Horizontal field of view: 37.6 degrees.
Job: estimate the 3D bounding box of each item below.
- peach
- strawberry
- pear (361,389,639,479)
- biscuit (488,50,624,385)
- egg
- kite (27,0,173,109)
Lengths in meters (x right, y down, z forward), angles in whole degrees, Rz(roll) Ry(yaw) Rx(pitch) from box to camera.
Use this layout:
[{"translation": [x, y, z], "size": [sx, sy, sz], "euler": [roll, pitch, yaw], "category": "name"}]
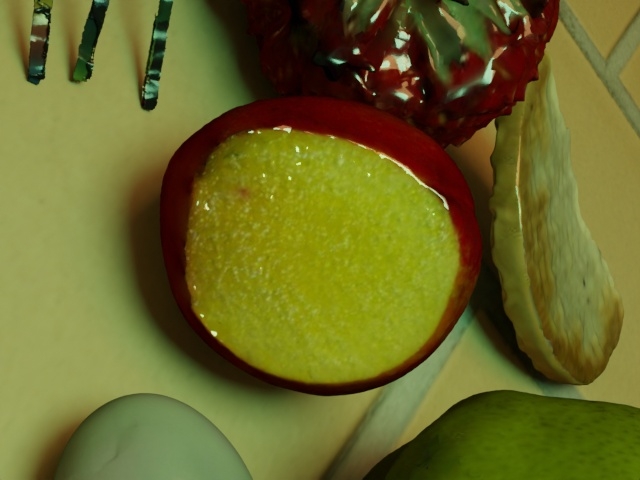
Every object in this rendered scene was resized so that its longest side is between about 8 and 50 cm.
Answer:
[{"translation": [0.000, 0.000, 0.573], "size": [0.192, 0.190, 0.190], "euler": [14, 57, -62], "category": "peach"}, {"translation": [0.053, -0.182, 0.734], "size": [0.261, 0.257, 0.261], "euler": [5, 71, -13], "category": "strawberry"}, {"translation": [0.134, 0.230, 0.511], "size": [0.294, 0.294, 0.294], "euler": [24, 53, -35], "category": "pear"}, {"translation": [0.201, 0.008, 0.825], "size": [0.204, 0.040, 0.308], "euler": [-57, 131, -44], "category": "biscuit"}, {"translation": [-0.081, 0.143, 0.472], "size": [0.103, 0.103, 0.135], "euler": [-9, 72, -48], "category": "egg"}, {"translation": [-0.121, -0.225, 0.584], "size": [0.152, 0.015, 0.285], "euler": [0, 106, -39], "category": "kite"}]
